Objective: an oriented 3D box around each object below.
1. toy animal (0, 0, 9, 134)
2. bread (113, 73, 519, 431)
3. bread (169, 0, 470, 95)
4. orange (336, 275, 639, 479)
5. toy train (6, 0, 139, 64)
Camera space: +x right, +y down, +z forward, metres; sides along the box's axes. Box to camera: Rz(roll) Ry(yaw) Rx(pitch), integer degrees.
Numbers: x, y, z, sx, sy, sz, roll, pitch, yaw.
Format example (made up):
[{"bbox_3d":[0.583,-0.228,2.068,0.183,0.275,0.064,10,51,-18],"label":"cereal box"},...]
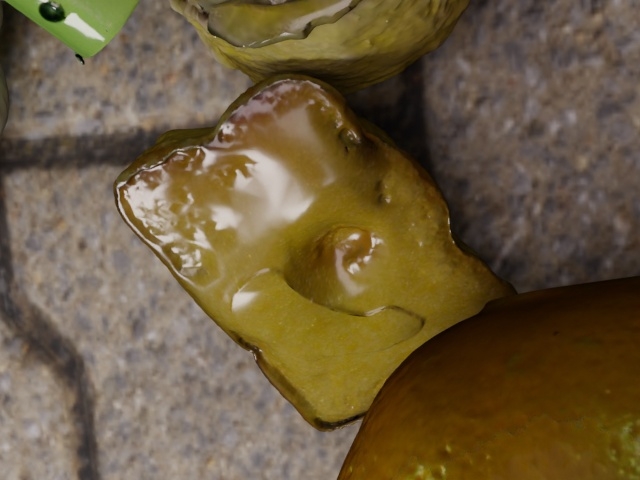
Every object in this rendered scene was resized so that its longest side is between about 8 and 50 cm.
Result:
[{"bbox_3d":[-0.312,-0.124,1.013,0.310,0.183,0.247,44,115,-1],"label":"toy animal"},{"bbox_3d":[0.000,0.000,0.952,0.161,0.088,0.233,-32,125,13],"label":"bread"},{"bbox_3d":[-0.008,-0.173,0.908,0.197,0.170,0.197,0,89,17],"label":"bread"},{"bbox_3d":[0.159,0.116,0.860,0.334,0.262,0.196,-5,99,14],"label":"orange"},{"bbox_3d":[-0.189,-0.207,0.930,0.253,0.157,0.105,36,131,-24],"label":"toy train"}]
